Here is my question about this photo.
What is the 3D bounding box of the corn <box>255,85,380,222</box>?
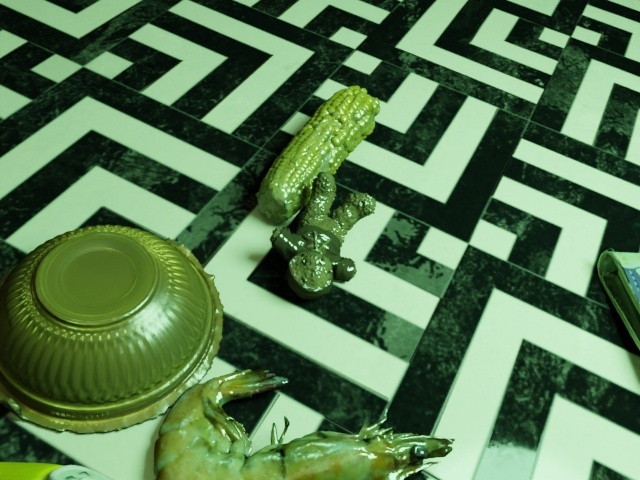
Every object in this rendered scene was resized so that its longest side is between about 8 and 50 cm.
[{"bbox_3d":[0.004,-0.135,0.924,0.086,0.087,0.288,27,51,13],"label":"corn"}]

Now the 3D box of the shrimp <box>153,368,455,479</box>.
[{"bbox_3d":[-0.019,0.193,0.657,0.295,0.058,0.169,-7,48,-11],"label":"shrimp"}]

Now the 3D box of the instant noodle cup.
[{"bbox_3d":[-0.238,0.066,0.702,0.273,0.091,0.274,6,49,-6],"label":"instant noodle cup"}]

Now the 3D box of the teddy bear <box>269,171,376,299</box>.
[{"bbox_3d":[-0.003,0.001,0.817,0.119,0.078,0.161,29,64,-14],"label":"teddy bear"}]

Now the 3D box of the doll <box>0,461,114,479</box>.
[{"bbox_3d":[-0.250,0.248,0.527,0.362,0.145,0.199,16,8,15],"label":"doll"}]

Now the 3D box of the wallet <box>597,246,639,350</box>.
[{"bbox_3d":[0.538,0.102,0.818,0.309,0.077,0.223,3,46,-5],"label":"wallet"}]
